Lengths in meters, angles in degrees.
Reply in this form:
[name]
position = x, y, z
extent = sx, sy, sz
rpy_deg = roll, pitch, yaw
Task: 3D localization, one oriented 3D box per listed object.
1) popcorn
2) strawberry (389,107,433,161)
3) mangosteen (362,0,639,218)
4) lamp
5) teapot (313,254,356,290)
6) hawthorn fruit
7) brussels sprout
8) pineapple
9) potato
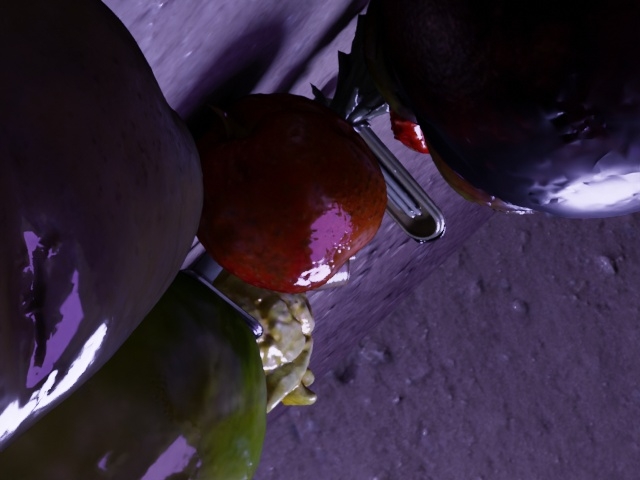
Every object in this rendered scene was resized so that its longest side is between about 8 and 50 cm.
[popcorn]
position = -0.092, 0.117, 2.017
extent = 0.167, 0.186, 0.187
rpy_deg = -66, 156, -43
[strawberry]
position = 0.132, -0.212, 1.925
extent = 0.190, 0.111, 0.236
rpy_deg = -25, 135, -40
[mangosteen]
position = 0.221, -0.208, 1.478
extent = 0.381, 0.381, 0.421
rpy_deg = -46, -179, -2
[lamp]
position = -0.018, 0.012, 1.892
extent = 0.283, 0.203, 0.124
rpy_deg = -50, -170, -6
[teapot]
position = 0.000, 0.000, 1.785
extent = 0.080, 0.085, 0.110
rpy_deg = -9, 156, -17
[hawthorn fruit]
position = -0.043, -0.057, 1.576
extent = 0.179, 0.200, 0.179
rpy_deg = -21, -146, 15
[brussels sprout]
position = -0.200, 0.164, 1.471
extent = 0.344, 0.268, 0.344
rpy_deg = -39, 174, -5
[pineapple]
position = -0.005, -0.093, 1.730
extent = 0.277, 0.119, 0.130
rpy_deg = -45, -175, 10
[potato]
position = -0.188, -0.022, 0.843
extent = 0.221, 0.243, 0.326
rpy_deg = -16, -159, 30
